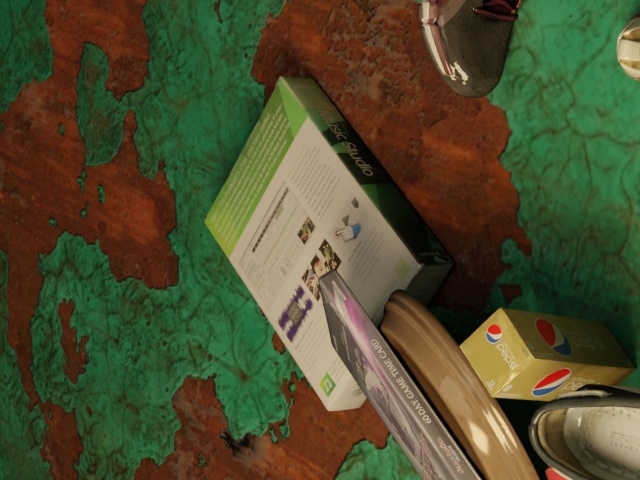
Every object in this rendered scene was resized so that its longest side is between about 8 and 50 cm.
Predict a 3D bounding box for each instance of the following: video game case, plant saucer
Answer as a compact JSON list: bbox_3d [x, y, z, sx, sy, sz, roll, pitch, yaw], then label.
[{"bbox_3d":[0.085,0.174,1.564,0.274,0.026,0.196,56,171,23],"label":"video game case"},{"bbox_3d":[0.132,0.174,1.516,0.278,0.041,0.278,56,170,15],"label":"plant saucer"}]

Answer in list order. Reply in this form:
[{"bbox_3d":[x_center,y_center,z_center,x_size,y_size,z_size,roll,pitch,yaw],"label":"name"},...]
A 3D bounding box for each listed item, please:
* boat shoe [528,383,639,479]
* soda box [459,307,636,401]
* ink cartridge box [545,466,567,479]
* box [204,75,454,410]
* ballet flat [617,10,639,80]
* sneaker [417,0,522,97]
[{"bbox_3d":[0.298,0.179,1.233,0.302,0.091,0.114,1,90,49],"label":"boat shoe"},{"bbox_3d":[0.212,0.109,1.436,0.058,0.181,0.061,-47,56,26],"label":"soda box"},{"bbox_3d":[0.349,0.245,1.334,0.273,0.114,0.197,-32,66,44],"label":"ink cartridge box"},{"bbox_3d":[0.000,0.000,1.786,0.322,0.058,0.232,54,129,32],"label":"box"},{"bbox_3d":[0.299,-0.168,1.365,0.213,0.068,0.072,-146,56,-67],"label":"ballet flat"},{"bbox_3d":[0.183,-0.286,1.524,0.162,0.106,0.281,-4,87,47],"label":"sneaker"}]
